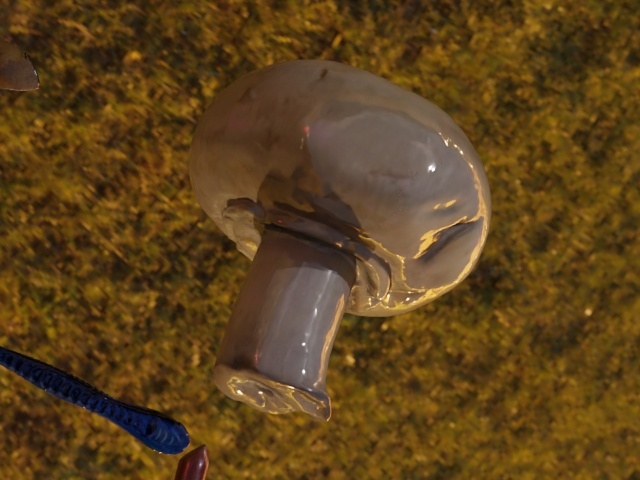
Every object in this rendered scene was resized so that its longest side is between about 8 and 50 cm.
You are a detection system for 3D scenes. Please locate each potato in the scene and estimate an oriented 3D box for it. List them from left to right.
[{"bbox_3d":[-0.324,-0.178,1.231,0.036,0.093,0.037,-29,133,-36],"label":"potato"}]

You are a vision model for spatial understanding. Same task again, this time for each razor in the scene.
[{"bbox_3d":[-0.290,0.160,1.370,0.324,0.056,0.093,29,84,-22],"label":"razor"}]

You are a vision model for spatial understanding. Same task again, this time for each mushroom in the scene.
[{"bbox_3d":[0.000,0.000,1.206,0.314,0.314,0.336,51,51,-50],"label":"mushroom"}]

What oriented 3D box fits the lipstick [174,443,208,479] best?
[{"bbox_3d":[-0.081,0.171,0.652,0.030,0.030,0.129,22,71,-26],"label":"lipstick"}]
